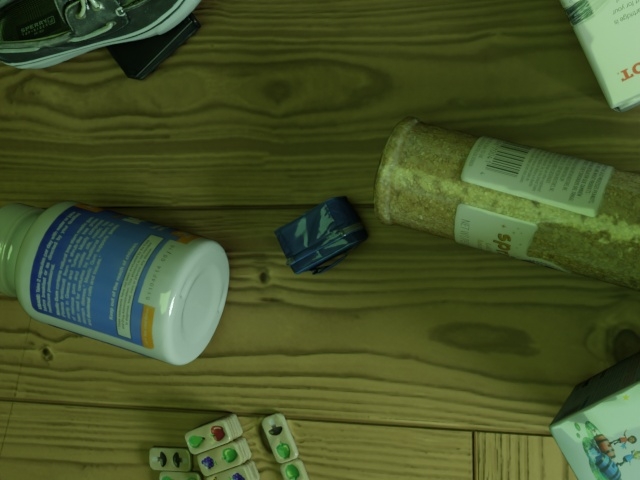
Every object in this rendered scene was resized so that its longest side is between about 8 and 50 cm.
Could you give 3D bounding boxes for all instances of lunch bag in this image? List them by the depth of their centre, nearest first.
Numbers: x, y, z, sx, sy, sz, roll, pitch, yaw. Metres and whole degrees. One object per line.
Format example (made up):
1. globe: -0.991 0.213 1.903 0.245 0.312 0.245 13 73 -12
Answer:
1. lunch bag: 0.000 0.000 1.138 0.098 0.067 0.065 -30 84 20

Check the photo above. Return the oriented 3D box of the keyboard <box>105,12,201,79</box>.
1. keyboard: -0.243 -0.372 1.217 0.201 0.033 0.317 -38 82 24

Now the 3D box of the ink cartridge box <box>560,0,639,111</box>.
1. ink cartridge box: 0.318 -0.265 0.985 0.172 0.100 0.237 -25 85 20

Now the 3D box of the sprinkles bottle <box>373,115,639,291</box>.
1. sprinkles bottle: 0.236 -0.030 1.023 0.355 0.121 0.121 16 100 18

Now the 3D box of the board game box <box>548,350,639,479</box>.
1. board game box: 0.378 0.121 0.930 0.303 0.224 0.098 -33 82 20

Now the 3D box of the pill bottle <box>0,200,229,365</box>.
1. pill bottle: -0.258 0.039 1.190 0.272 0.152 0.152 16 99 18

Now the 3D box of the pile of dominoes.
1. pile of dominoes: -0.096 0.339 1.215 0.196 0.040 0.251 -23 86 20

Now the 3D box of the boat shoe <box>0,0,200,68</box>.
1. boat shoe: -0.268 -0.274 1.159 0.335 0.119 0.121 -21 88 25
